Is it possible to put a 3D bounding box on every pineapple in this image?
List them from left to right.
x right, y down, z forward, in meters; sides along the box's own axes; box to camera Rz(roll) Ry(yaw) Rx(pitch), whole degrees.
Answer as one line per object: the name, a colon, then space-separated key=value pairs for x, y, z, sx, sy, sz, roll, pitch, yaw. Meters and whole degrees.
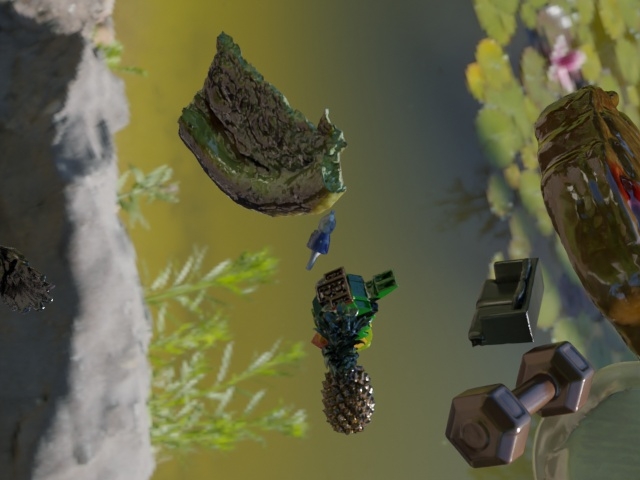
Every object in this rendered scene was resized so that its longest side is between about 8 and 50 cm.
pineapple: x=0.040 y=0.206 z=1.783 sx=0.103 sy=0.083 sz=0.221 roll=-38 pitch=129 yaw=-52

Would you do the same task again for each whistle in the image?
whistle: x=0.000 y=0.000 z=1.465 sx=0.033 sy=0.029 sz=0.083 roll=-42 pitch=155 yaw=-78

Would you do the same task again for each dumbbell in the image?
dumbbell: x=0.227 y=0.181 z=1.290 sx=0.092 sy=0.082 sz=0.231 roll=47 pitch=34 yaw=16

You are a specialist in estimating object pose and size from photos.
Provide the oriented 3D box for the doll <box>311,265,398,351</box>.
doll: x=0.050 y=0.126 z=1.980 sx=0.134 sy=0.186 sz=0.106 roll=-4 pitch=48 yaw=-14

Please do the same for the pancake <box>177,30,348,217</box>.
pancake: x=-0.116 y=-0.179 z=2.098 sx=0.067 sy=0.427 sz=0.305 roll=-25 pitch=143 yaw=-37

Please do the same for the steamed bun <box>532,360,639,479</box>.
steamed bun: x=0.456 y=0.324 z=1.687 sx=0.309 sy=0.309 sz=0.309 roll=17 pitch=67 yaw=-45

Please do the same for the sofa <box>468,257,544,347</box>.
sofa: x=0.236 y=0.073 z=1.475 sx=0.147 sy=0.085 sz=0.060 roll=-59 pitch=137 yaw=-58

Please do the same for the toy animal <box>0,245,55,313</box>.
toy animal: x=-0.278 y=0.009 z=0.829 sx=0.108 sy=0.220 sz=0.062 roll=-58 pitch=155 yaw=-10

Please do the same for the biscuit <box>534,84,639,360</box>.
biscuit: x=0.252 y=0.030 z=0.830 sx=0.381 sy=0.074 sz=0.359 roll=26 pitch=38 yaw=-63
